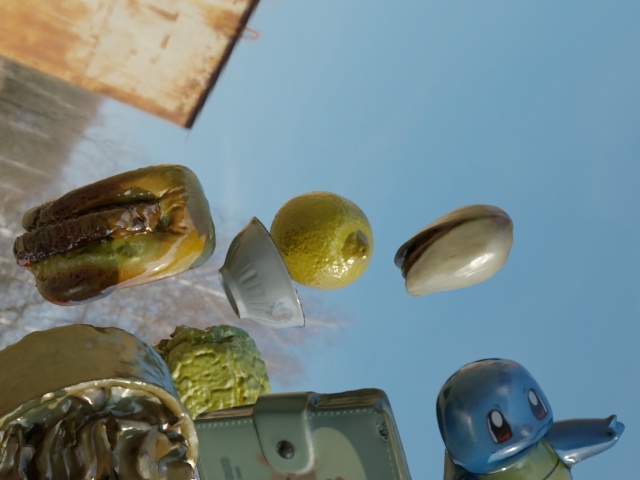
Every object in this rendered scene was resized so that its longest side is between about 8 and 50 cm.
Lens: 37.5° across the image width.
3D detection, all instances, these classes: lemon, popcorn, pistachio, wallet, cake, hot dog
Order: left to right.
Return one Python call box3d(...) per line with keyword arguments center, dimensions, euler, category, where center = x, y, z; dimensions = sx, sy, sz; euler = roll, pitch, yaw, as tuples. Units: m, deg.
box3d(center=(-0.299, 0.316, 1.206), dimensions=(0.332, 0.332, 0.321), euler=(-62, -143, 19), category="cake")
box3d(center=(-0.379, 0.002, 1.603), dimensions=(0.405, 0.223, 0.185), euler=(-15, -86, 40), category="hot dog")
box3d(center=(-0.240, 0.280, 2.051), dimensions=(0.225, 0.286, 0.174), euler=(-57, 178, 15), category="popcorn")
box3d(center=(-0.030, 0.351, 1.438), dimensions=(0.083, 0.360, 0.252), euler=(-28, 106, -64), category="wallet")
box3d(center=(0.000, 0.000, 1.779), dimensions=(0.244, 0.187, 0.187), euler=(21, -90, 45), category="lemon")
box3d(center=(0.234, 0.015, 1.632), dimensions=(0.215, 0.144, 0.144), euler=(-27, -150, 6), category="pistachio")

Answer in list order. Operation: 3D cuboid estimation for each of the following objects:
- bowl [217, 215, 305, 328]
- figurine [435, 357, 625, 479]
box3d(center=(-0.102, 0.066, 1.431), dimensions=(0.189, 0.086, 0.189), euler=(58, -15, 26), category="bowl")
box3d(center=(0.266, 0.351, 1.236), dimensions=(0.243, 0.298, 0.416), euler=(43, -32, 48), category="figurine")
